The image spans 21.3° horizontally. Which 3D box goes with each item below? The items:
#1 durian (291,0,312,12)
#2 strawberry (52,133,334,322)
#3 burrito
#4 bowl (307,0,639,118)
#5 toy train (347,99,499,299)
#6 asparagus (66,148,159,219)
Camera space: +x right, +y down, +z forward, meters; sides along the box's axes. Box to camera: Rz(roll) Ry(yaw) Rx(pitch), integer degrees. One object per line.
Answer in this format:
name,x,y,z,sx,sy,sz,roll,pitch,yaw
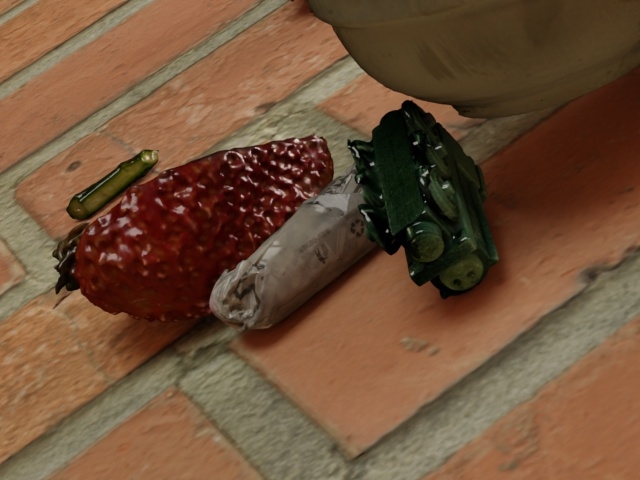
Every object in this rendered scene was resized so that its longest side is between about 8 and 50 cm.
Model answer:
durian,0.031,-0.360,1.809,0.193,0.138,0.237,-16,28,25
strawberry,-0.088,0.003,1.336,0.236,0.106,0.175,-27,-11,3
burrito,0.000,-0.001,1.288,0.203,0.064,0.064,-39,28,-21
bowl,0.143,-0.195,1.223,0.307,0.163,0.307,-20,19,7
toy train,0.078,-0.028,1.205,0.071,0.111,0.170,-36,30,18
asparagus,-0.195,-0.057,1.622,0.108,0.025,0.021,-38,18,-17
